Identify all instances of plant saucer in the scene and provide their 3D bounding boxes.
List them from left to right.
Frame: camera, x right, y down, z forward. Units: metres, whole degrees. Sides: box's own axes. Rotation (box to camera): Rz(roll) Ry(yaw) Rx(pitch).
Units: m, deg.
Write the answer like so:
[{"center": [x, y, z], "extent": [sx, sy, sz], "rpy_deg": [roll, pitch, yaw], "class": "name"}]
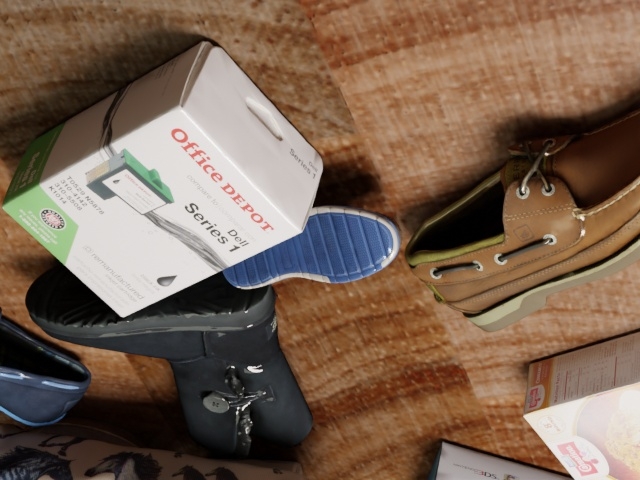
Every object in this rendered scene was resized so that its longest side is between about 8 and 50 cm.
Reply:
[{"center": [-0.243, 0.249, 1.691], "extent": [0.199, 0.036, 0.198], "rpy_deg": [8, 135, 8], "class": "plant saucer"}]

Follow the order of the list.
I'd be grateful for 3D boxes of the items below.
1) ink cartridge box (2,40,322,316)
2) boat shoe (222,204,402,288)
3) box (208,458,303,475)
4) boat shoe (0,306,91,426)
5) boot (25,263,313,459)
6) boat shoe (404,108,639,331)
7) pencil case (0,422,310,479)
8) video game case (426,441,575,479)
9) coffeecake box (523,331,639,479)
[{"center": [-0.132, -0.048, 1.336], "extent": [0.219, 0.092, 0.160], "rpy_deg": [-25, 122, 34], "class": "ink cartridge box"}, {"center": [0.000, 0.000, 1.360], "extent": [0.183, 0.066, 0.066], "rpy_deg": [-6, 99, 36], "class": "boat shoe"}, {"center": [-0.052, 0.357, 1.698], "extent": [0.113, 0.094, 0.275], "rpy_deg": [-1, 133, 19], "class": "box"}, {"center": [-0.336, 0.087, 1.534], "extent": [0.258, 0.109, 0.089], "rpy_deg": [30, 128, -35], "class": "boat shoe"}, {"center": [-0.141, 0.119, 1.496], "extent": [0.247, 0.094, 0.207], "rpy_deg": [-1, 131, 13], "class": "boot"}, {"center": [0.186, -0.027, 1.254], "extent": [0.104, 0.110, 0.307], "rpy_deg": [33, 132, -18], "class": "boat shoe"}, {"center": [-0.165, 0.285, 1.507], "extent": [0.410, 0.183, 0.159], "rpy_deg": [7, 118, 23], "class": "pencil case"}, {"center": [0.207, 0.338, 1.630], "extent": [0.244, 0.061, 0.269], "rpy_deg": [15, 135, 0], "class": "video game case"}, {"center": [0.300, 0.155, 1.425], "extent": [0.185, 0.068, 0.142], "rpy_deg": [-20, 125, 31], "class": "coffeecake box"}]
